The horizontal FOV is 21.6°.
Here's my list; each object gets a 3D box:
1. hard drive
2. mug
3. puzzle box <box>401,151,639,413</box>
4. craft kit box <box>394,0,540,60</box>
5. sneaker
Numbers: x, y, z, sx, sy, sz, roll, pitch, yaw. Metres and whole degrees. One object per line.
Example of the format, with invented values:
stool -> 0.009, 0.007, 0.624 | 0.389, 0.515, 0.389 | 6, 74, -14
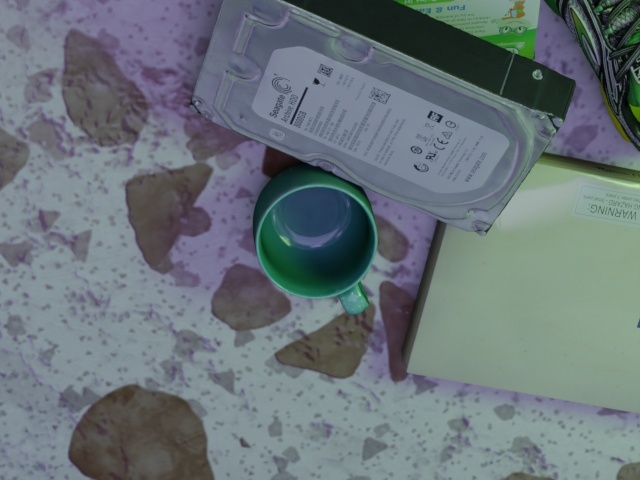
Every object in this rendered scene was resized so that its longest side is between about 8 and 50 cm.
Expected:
hard drive -> 0.051, -0.140, 1.642 | 0.339, 0.064, 0.237 | 24, 149, -3
mug -> -0.008, -0.004, 1.776 | 0.129, 0.097, 0.158 | 2, 113, -6
puzzle box -> 0.317, 0.054, 1.852 | 0.409, 0.052, 0.272 | 11, 111, -9
craft kit box -> 0.095, -0.259, 1.633 | 0.250, 0.061, 0.247 | -5, 144, -3
sneaker -> 0.316, -0.221, 1.683 | 0.134, 0.146, 0.343 | -30, 109, 8
